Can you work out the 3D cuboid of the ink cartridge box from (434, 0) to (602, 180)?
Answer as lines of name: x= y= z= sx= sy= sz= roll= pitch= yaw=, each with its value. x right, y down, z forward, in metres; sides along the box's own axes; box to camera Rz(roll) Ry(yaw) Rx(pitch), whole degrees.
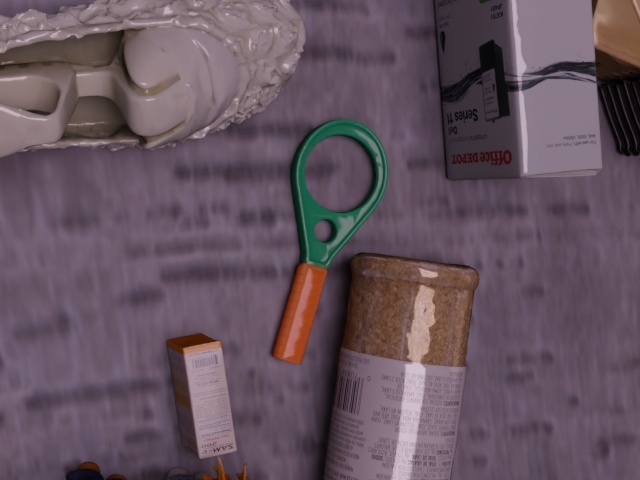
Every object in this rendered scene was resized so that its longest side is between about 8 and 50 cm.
ink cartridge box: x=0.177 y=-0.159 z=1.021 sx=0.087 sy=0.153 sz=0.208 roll=-6 pitch=94 yaw=-19

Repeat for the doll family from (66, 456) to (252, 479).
doll family: x=-0.142 y=0.225 z=0.914 sx=0.263 sy=0.163 sz=0.118 roll=13 pitch=88 yaw=-20

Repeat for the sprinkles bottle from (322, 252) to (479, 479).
sprinkles bottle: x=0.064 y=0.192 z=1.010 sx=0.121 sy=0.121 sz=0.355 roll=8 pitch=90 yaw=-20

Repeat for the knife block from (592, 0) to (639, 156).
knife block: x=0.354 y=-0.213 z=1.119 sx=0.242 sy=0.088 sz=0.275 roll=17 pitch=86 yaw=-21

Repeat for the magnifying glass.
magnifying glass: x=0.000 y=0.000 z=1.033 sx=0.092 sy=0.026 sz=0.231 roll=17 pitch=84 yaw=-20

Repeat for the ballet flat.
ballet flat: x=-0.194 y=-0.115 z=0.893 sx=0.409 sy=0.147 sz=0.147 roll=-9 pitch=95 yaw=-17

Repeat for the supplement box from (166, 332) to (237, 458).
supplement box: x=-0.105 y=0.135 z=0.978 sx=0.036 sy=0.062 sz=0.098 roll=-10 pitch=96 yaw=-21
